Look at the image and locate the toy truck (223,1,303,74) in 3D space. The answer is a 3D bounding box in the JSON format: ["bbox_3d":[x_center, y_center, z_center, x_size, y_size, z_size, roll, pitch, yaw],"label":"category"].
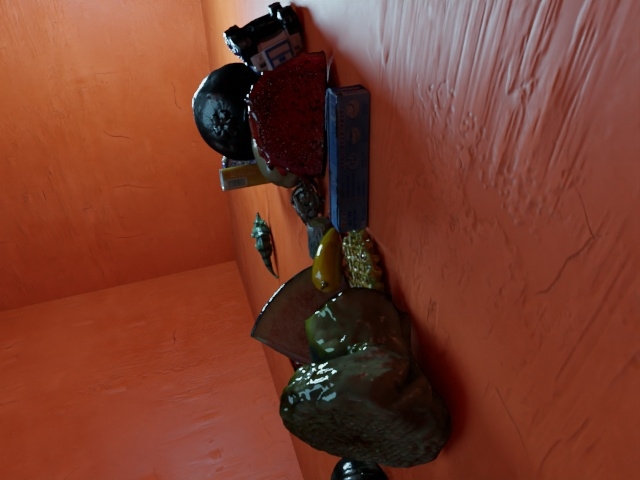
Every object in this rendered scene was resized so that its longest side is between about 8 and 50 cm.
[{"bbox_3d":[-0.116,-0.440,1.208,0.177,0.161,0.213,63,175,-35],"label":"toy truck"}]

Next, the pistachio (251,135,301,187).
[{"bbox_3d":[-0.098,-0.239,1.303,0.138,0.153,0.237,29,-145,-50],"label":"pistachio"}]

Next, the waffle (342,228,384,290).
[{"bbox_3d":[0.084,0.062,1.037,0.191,0.038,0.191,169,90,-78],"label":"waffle"}]

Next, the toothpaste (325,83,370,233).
[{"bbox_3d":[0.050,-0.142,0.942,0.053,0.066,0.272,-123,25,-53],"label":"toothpaste"}]

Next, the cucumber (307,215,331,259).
[{"bbox_3d":[0.000,-0.002,1.275,0.064,0.064,0.111,-121,21,-52],"label":"cucumber"}]

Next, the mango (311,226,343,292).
[{"bbox_3d":[0.020,0.040,1.129,0.101,0.066,0.187,82,-164,-48],"label":"mango"}]

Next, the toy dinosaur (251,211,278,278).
[{"bbox_3d":[-0.240,0.019,2.171,0.120,0.079,0.291,-124,22,-59],"label":"toy dinosaur"}]

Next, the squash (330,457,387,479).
[{"bbox_3d":[0.091,0.624,1.262,0.193,0.156,0.193,-17,70,56],"label":"squash"}]

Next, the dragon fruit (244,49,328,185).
[{"bbox_3d":[-0.045,-0.226,1.025,0.189,0.163,0.261,16,-109,-60],"label":"dragon fruit"}]

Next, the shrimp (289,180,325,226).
[{"bbox_3d":[-0.032,-0.103,1.267,0.190,0.075,0.073,92,154,-46],"label":"shrimp"}]

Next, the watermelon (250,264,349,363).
[{"bbox_3d":[-0.031,0.242,1.223,0.283,0.251,0.292,85,167,-46],"label":"watermelon"}]

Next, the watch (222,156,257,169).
[{"bbox_3d":[-0.228,-0.259,1.716,0.200,0.196,0.171,10,-103,-83],"label":"watch"}]

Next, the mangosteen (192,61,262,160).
[{"bbox_3d":[-0.208,-0.366,1.447,0.233,0.288,0.287,20,126,39],"label":"mangosteen"}]

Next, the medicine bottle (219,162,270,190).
[{"bbox_3d":[-0.166,-0.186,1.421,0.074,0.218,0.073,168,90,-75],"label":"medicine bottle"}]

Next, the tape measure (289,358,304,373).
[{"bbox_3d":[-0.058,0.311,1.639,0.260,0.114,0.253,-164,63,-74],"label":"tape measure"}]

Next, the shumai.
[{"bbox_3d":[0.087,0.224,0.900,0.309,0.304,0.263,-28,40,41],"label":"shumai"}]
